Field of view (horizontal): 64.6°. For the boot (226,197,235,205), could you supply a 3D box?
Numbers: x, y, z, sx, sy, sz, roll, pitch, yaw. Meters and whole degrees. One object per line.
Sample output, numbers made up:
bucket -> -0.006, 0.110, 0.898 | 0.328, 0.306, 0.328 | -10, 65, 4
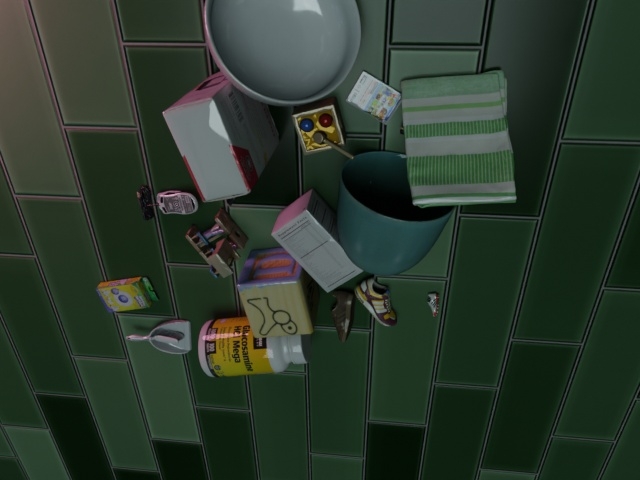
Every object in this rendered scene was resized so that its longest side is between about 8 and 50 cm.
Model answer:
boot -> -0.268, -0.168, 1.419 | 0.099, 0.045, 0.121 | 24, 114, -10

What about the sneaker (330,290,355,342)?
sneaker -> 0.067, 0.239, 1.622 | 0.071, 0.066, 0.188 | 15, 118, 18

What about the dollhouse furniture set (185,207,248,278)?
dollhouse furniture set -> -0.314, 0.021, 1.457 | 0.129, 0.184, 0.129 | -27, 114, 22

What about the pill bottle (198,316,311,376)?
pill bottle -> -0.206, 0.336, 1.632 | 0.333, 0.188, 0.188 | -7, 120, 11

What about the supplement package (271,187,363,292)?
supplement package -> 0.000, 0.000, 1.433 | 0.139, 0.134, 0.244 | -33, 112, 25

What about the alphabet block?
alphabet block -> -0.118, 0.151, 1.506 | 0.192, 0.193, 0.197 | -5, 120, 12

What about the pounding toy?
pounding toy -> 0.011, -0.274, 1.285 | 0.130, 0.100, 0.141 | -11, 119, 14

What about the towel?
towel -> 0.320, -0.238, 1.179 | 0.247, 0.038, 0.325 | -3, 76, 8

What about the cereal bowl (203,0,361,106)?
cereal bowl -> -0.090, -0.460, 1.122 | 0.339, 0.141, 0.339 | -1, 95, -17

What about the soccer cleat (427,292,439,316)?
soccer cleat -> 0.349, 0.199, 1.573 | 0.035, 0.029, 0.083 | 4, 119, 15

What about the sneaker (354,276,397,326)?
sneaker -> 0.191, 0.192, 1.563 | 0.084, 0.069, 0.185 | -35, 112, 30

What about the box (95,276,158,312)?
box -> -0.638, 0.180, 1.680 | 0.179, 0.043, 0.105 | -10, 120, 11

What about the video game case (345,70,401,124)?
video game case -> 0.137, -0.357, 1.271 | 0.122, 0.011, 0.087 | 28, 120, -10

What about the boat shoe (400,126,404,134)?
boat shoe -> 0.264, -0.259, 1.292 | 0.133, 0.049, 0.042 | 15, 114, -7

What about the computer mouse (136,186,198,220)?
computer mouse -> -0.440, -0.110, 1.480 | 0.193, 0.042, 0.106 | 0, 117, 14

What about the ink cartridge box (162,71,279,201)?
ink cartridge box -> -0.218, -0.263, 1.201 | 0.131, 0.306, 0.226 | -12, 119, 15

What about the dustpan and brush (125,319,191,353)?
dustpan and brush -> -0.560, 0.334, 1.751 | 0.211, 0.060, 0.147 | 8, 122, 2

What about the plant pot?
plant pot -> 0.173, -0.053, 1.303 | 0.293, 0.293, 0.235 | 12, 131, 0
